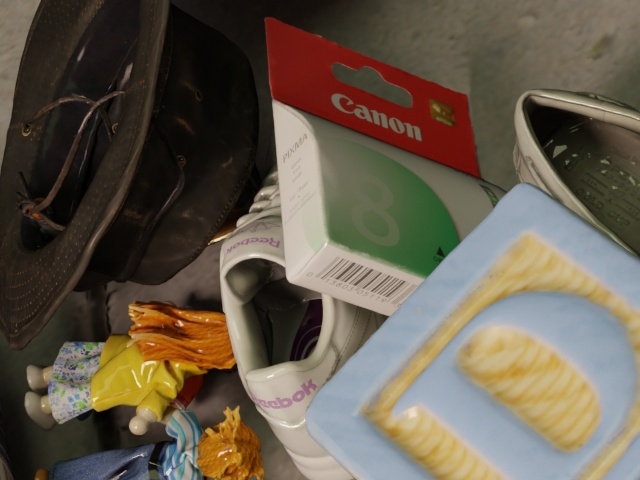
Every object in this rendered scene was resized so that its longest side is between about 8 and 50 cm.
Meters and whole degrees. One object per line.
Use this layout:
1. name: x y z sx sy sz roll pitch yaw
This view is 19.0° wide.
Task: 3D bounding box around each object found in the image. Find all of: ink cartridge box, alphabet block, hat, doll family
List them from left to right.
1. hat: -0.118 -0.073 1.296 0.331 0.134 0.331 -49 33 47
2. doll family: -0.113 0.131 1.261 0.163 0.118 0.263 -17 53 19
3. ink cartridge box: 0.055 -0.049 1.254 0.056 0.181 0.225 -41 41 41
4. alphabet block: 0.143 0.123 1.079 0.193 0.197 0.192 -45 50 -5

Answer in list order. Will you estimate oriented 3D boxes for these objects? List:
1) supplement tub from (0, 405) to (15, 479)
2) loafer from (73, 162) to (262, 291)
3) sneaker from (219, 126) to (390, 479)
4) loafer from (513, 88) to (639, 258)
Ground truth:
1. supplement tub: -0.307 0.147 1.297 0.191 0.191 0.272 -30 43 7
2. loafer: -0.117 -0.006 1.396 0.170 0.062 0.061 -32 55 8
3. sneaker: 0.000 0.000 1.268 0.114 0.152 0.305 -17 51 21
4. loafer: 0.235 0.001 1.165 0.319 0.111 0.112 32 78 39
